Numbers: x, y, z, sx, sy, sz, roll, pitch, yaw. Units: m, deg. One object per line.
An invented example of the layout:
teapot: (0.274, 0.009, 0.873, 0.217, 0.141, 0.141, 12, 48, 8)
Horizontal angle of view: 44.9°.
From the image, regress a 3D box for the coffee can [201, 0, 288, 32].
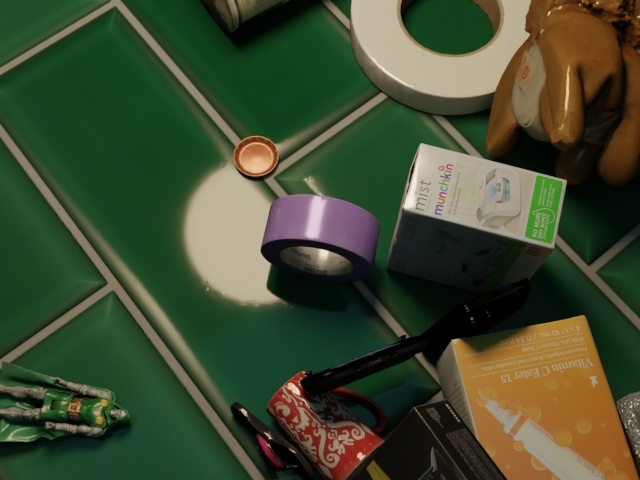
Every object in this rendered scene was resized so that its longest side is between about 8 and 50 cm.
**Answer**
coffee can: (-0.103, -0.553, 1.487, 0.275, 0.201, 0.201, -32, 73, -12)

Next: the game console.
game console: (0.143, 0.155, 1.189, 0.361, 0.213, 0.044, -19, 74, -17)

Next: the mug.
mug: (0.012, 0.295, 1.231, 0.169, 0.150, 0.113, 42, 110, 18)

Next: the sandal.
sandal: (-0.083, 0.327, 1.221, 0.179, 0.067, 0.040, 35, 57, 20)

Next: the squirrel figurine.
squirrel figurine: (0.526, -0.280, 1.334, 0.371, 0.281, 0.396, 10, 84, -12)

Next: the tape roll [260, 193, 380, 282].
tape roll: (0.000, 0.000, 1.283, 0.189, 0.189, 0.080, 11, 68, 3)

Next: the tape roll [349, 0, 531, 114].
tape roll: (0.248, -0.429, 1.516, 0.392, 0.072, 0.391, 0, 69, 0)

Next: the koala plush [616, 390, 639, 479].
koala plush: (0.562, 0.320, 1.085, 0.221, 0.196, 0.203, -16, 26, 11)

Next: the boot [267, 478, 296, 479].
boot: (-0.063, 0.428, 1.200, 0.087, 0.042, 0.118, -22, 70, -3)

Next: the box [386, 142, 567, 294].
box: (0.239, -0.017, 1.255, 0.231, 0.262, 0.126, 15, 69, 6)

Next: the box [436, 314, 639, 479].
box: (0.330, 0.314, 1.178, 0.215, 0.168, 0.345, -11, 70, -5)

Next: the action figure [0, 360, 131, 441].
action figure: (-0.420, 0.269, 1.244, 0.232, 0.063, 0.137, 7, 66, -2)

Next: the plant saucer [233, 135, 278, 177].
plant saucer: (-0.119, -0.154, 1.434, 0.084, 0.013, 0.083, 0, 69, 0)

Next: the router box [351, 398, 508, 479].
router box: (0.175, 0.418, 1.067, 0.081, 0.243, 0.309, 0, 44, -44)
